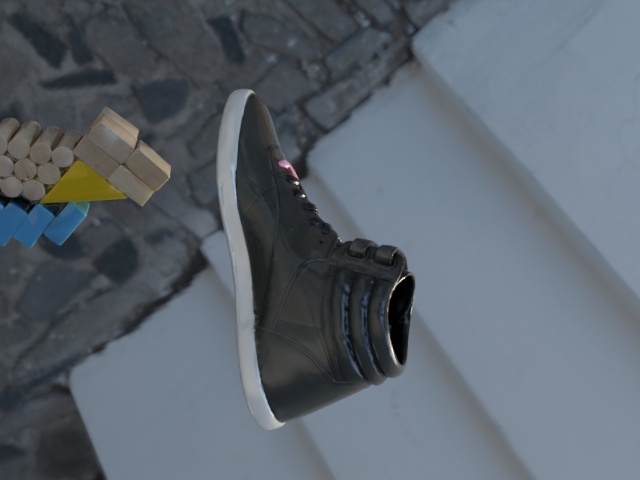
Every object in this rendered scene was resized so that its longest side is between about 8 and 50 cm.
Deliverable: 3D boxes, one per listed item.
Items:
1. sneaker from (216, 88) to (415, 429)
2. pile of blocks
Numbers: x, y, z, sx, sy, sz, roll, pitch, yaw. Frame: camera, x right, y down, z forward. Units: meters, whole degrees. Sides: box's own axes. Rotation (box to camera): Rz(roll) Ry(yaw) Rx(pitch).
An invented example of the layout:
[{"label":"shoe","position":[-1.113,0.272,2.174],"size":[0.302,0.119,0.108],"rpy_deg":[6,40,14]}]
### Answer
[{"label":"sneaker","position":[0.000,0.000,1.036],"size":[0.147,0.295,0.104],"rpy_deg":[-13,160,12]},{"label":"pile of blocks","position":[-0.326,-0.059,1.202],"size":[0.362,0.112,0.148],"rpy_deg":[2,106,-5]}]
